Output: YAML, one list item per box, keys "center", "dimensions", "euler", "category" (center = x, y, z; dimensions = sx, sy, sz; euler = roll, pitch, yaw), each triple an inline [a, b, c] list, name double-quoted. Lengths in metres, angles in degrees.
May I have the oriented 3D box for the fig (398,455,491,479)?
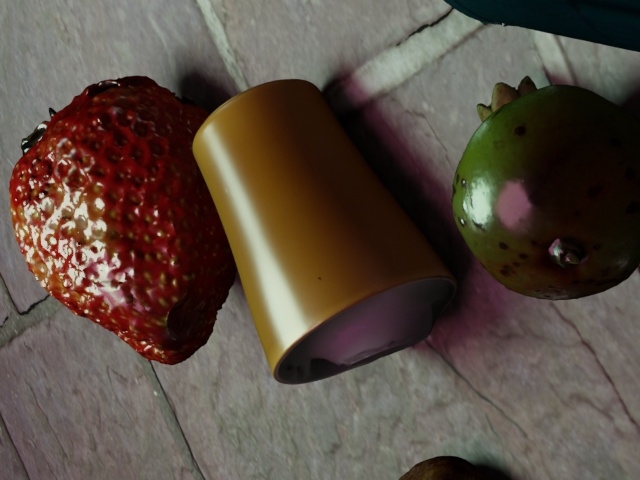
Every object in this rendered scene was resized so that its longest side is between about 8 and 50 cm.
- center: [0.143, 0.300, 1.634]
  dimensions: [0.201, 0.134, 0.146]
  euler: [44, 179, -2]
  category: "fig"

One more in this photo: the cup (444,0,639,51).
- center: [0.239, -0.242, 1.007]
  dimensions: [0.292, 0.308, 0.242]
  euler: [25, 163, 48]
  category: "cup"

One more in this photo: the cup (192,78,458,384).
- center: [0.000, 0.000, 1.608]
  dimensions: [0.264, 0.182, 0.226]
  euler: [63, -178, 20]
  category: "cup"

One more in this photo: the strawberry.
- center: [-0.177, -0.013, 1.773]
  dimensions: [0.238, 0.250, 0.288]
  euler: [-51, 36, 18]
  category: "strawberry"

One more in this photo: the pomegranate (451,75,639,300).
- center: [0.170, -0.047, 1.310]
  dimensions: [0.205, 0.159, 0.159]
  euler: [-107, 16, -49]
  category: "pomegranate"
